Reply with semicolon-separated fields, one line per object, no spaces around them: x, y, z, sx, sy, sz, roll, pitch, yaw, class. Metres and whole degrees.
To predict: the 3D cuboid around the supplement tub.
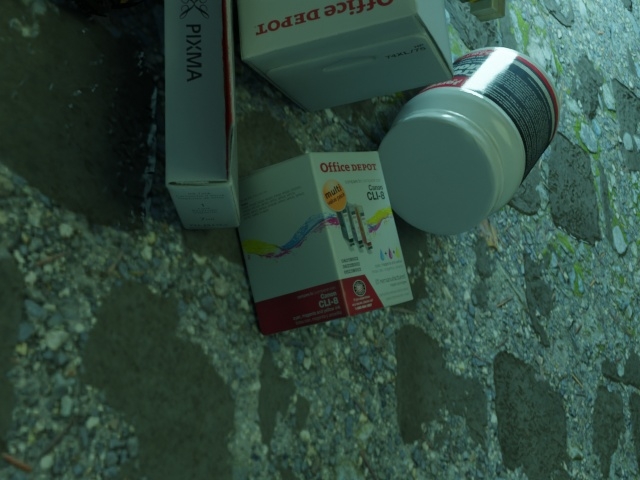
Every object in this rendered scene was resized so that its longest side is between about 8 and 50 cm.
0.209;-0.143;1.191;0.272;0.191;0.191;-45;112;-48;supplement tub

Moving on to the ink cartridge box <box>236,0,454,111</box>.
0.025;-0.319;0.989;0.197;0.198;0.270;26;57;-67;ink cartridge box

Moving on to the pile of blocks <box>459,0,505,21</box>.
0.182;-0.506;1.339;0.149;0.113;0.362;-41;117;-43;pile of blocks

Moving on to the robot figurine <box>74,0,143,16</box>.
-0.256;-0.328;0.782;0.291;0.085;0.211;4;75;-49;robot figurine

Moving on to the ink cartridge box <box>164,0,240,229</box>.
-0.112;-0.188;0.795;0.261;0.066;0.296;101;-14;-73;ink cartridge box

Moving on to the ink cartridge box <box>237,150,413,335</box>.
0.000;0.000;0.940;0.128;0.127;0.176;-9;83;-51;ink cartridge box
